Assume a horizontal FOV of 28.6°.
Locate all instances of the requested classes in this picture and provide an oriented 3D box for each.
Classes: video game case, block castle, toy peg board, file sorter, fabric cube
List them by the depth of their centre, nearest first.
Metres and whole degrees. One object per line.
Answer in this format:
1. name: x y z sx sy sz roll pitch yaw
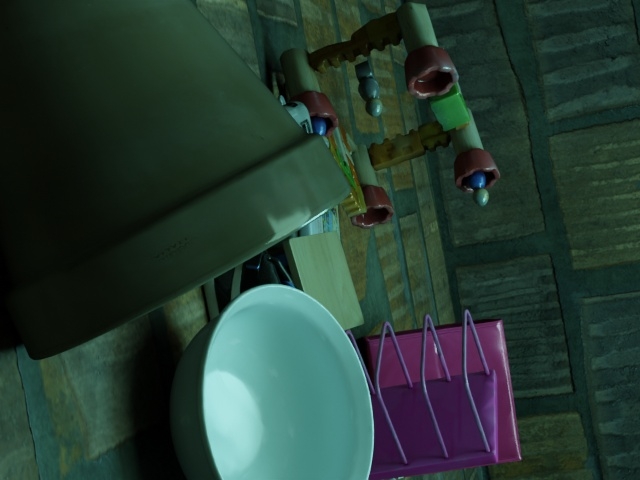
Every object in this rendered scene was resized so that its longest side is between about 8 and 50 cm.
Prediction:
1. toy peg board: -0.020 0.077 2.018 0.161 0.079 0.161 -11 84 -61
2. file sorter: 0.122 0.244 2.022 0.202 0.291 0.182 -79 153 -54
3. block castle: 0.126 -0.187 2.224 0.453 0.303 0.212 52 22 -61
4. video game case: 0.000 0.000 2.241 0.206 0.026 0.227 50 32 -64
5. fabric cube: 0.225 0.292 2.378 0.254 0.259 0.258 83 -1 -86

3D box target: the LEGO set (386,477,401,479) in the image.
1. LEGO set: 0.114 0.408 2.182 0.244 0.060 0.182 -151 -125 -70

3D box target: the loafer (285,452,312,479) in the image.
1. loafer: -0.026 0.333 1.551 0.096 0.084 0.267 42 60 -14

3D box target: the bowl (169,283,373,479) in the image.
1. bowl: -0.079 0.208 1.466 0.298 0.134 0.297 23 60 -46

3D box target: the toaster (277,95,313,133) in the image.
1. toaster: -0.074 -0.112 1.841 0.168 0.110 0.185 -43 123 -72

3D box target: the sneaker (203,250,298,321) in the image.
1. sneaker: -0.077 0.119 1.647 0.079 0.121 0.216 -38 118 -73

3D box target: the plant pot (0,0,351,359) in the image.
1. plant pot: -0.177 -0.091 1.107 0.280 0.323 0.323 62 16 -6
